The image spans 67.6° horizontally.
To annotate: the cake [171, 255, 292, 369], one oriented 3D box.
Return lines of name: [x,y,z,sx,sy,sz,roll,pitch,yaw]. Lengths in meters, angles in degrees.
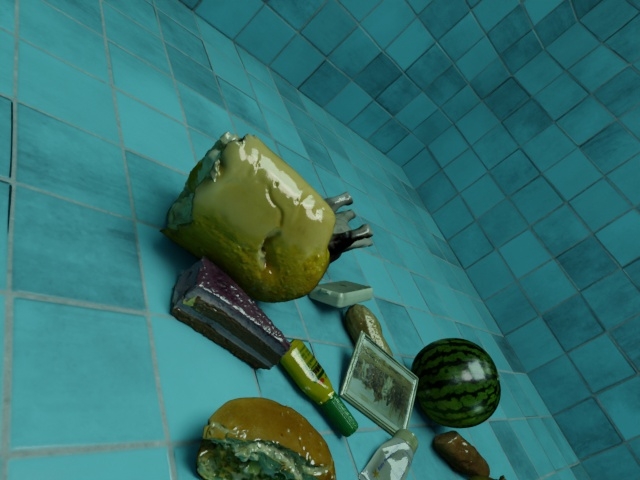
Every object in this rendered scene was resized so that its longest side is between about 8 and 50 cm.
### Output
cake: [-0.197,0.173,1.028,0.295,0.116,0.113,44,28,-9]

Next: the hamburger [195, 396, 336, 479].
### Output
hamburger: [-0.095,0.374,0.877,0.282,0.144,0.157,38,26,-23]

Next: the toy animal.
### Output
toy animal: [0.000,0.000,1.519,0.195,0.302,0.344,62,1,14]

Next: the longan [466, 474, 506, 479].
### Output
longan: [0.467,0.728,1.339,0.145,0.176,0.154,37,8,6]

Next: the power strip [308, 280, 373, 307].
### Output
power strip: [0.071,0.167,1.525,0.117,0.046,0.270,12,6,29]

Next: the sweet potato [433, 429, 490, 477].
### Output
sweet potato: [0.448,0.668,1.482,0.251,0.097,0.097,40,25,-19]

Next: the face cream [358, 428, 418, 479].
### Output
face cream: [0.179,0.568,1.200,0.114,0.070,0.224,54,32,7]

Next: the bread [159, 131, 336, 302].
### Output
bread: [-0.162,-0.020,1.107,0.394,0.361,0.250,46,60,-17]

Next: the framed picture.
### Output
framed picture: [0.178,0.416,1.363,0.274,0.017,0.217,41,49,-22]

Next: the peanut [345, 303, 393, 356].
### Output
peanut: [0.154,0.299,1.488,0.108,0.095,0.226,-1,56,-48]

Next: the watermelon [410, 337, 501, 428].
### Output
watermelon: [0.430,0.455,1.532,0.285,0.285,0.285,40,26,-24]

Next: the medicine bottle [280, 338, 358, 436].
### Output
medicine bottle: [-0.003,0.360,1.161,0.261,0.064,0.095,53,23,3]
